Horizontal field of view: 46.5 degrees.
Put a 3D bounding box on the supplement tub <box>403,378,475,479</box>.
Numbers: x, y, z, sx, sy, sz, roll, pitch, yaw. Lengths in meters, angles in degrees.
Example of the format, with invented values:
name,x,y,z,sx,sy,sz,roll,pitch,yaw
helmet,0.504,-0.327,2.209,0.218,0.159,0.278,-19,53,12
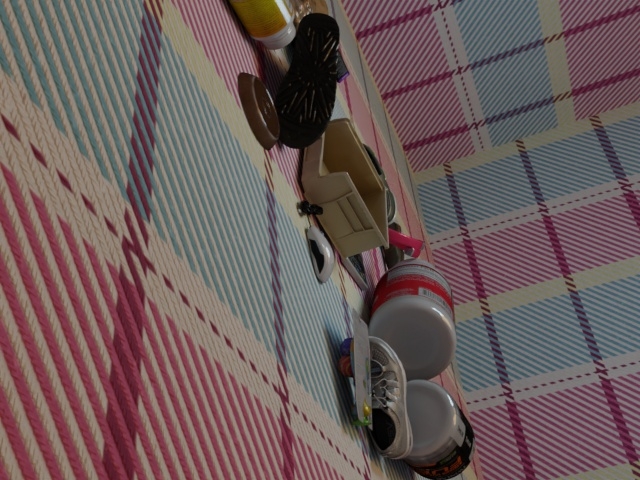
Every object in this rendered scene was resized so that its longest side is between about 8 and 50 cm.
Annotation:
name,x,y,z,sx,sy,sz,roll,pitch,yaw
supplement tub,0.276,0.483,1.856,0.316,0.194,0.193,53,24,-54

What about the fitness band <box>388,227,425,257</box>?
name,x,y,z,sx,sy,sz,roll,pitch,yaw
fitness band,0.197,-0.013,2.180,0.054,0.209,0.291,-67,164,3

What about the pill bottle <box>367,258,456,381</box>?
name,x,y,z,sx,sy,sz,roll,pitch,yaw
pill bottle,0.252,0.196,2.038,0.407,0.229,0.229,-66,137,-70

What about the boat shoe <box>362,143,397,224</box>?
name,x,y,z,sx,sy,sz,roll,pitch,yaw
boat shoe,0.168,-0.187,2.447,0.091,0.109,0.305,49,21,-58

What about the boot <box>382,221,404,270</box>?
name,x,y,z,sx,sy,sz,roll,pitch,yaw
boot,0.223,0.013,2.541,0.106,0.082,0.219,34,40,-35

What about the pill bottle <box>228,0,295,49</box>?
name,x,y,z,sx,sy,sz,roll,pitch,yaw
pill bottle,-0.131,-0.518,1.611,0.215,0.117,0.117,55,22,-52

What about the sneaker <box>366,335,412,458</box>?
name,x,y,z,sx,sy,sz,roll,pitch,yaw
sneaker,0.139,0.348,1.661,0.115,0.105,0.281,19,52,-66

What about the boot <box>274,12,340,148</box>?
name,x,y,z,sx,sy,sz,roll,pitch,yaw
boot,-0.031,-0.335,1.778,0.260,0.131,0.348,113,-7,-71

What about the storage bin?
name,x,y,z,sx,sy,sz,roll,pitch,yaw
storage bin,0.061,-0.135,1.854,0.260,0.123,0.262,59,21,-32

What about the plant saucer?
name,x,y,z,sx,sy,sz,roll,pitch,yaw
plant saucer,-0.122,-0.271,1.539,0.168,0.029,0.168,-18,90,-77

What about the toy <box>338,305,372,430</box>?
name,x,y,z,sx,sy,sz,roll,pitch,yaw
toy,0.070,0.275,1.580,0.137,0.056,0.237,56,26,-61

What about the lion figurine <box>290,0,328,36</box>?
name,x,y,z,sx,sy,sz,roll,pitch,yaw
lion figurine,-0.052,-0.621,1.922,0.240,0.142,0.392,57,27,6

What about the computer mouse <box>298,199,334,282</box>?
name,x,y,z,sx,sy,sz,roll,pitch,yaw
computer mouse,0.000,0.000,1.662,0.106,0.042,0.193,33,41,-71

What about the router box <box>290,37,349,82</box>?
name,x,y,z,sx,sy,sz,roll,pitch,yaw
router box,-0.010,-0.521,2.062,0.179,0.046,0.133,35,-17,42

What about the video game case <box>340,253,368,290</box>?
name,x,y,z,sx,sy,sz,roll,pitch,yaw
video game case,0.080,0.022,2.009,0.190,0.022,0.173,54,22,-55
